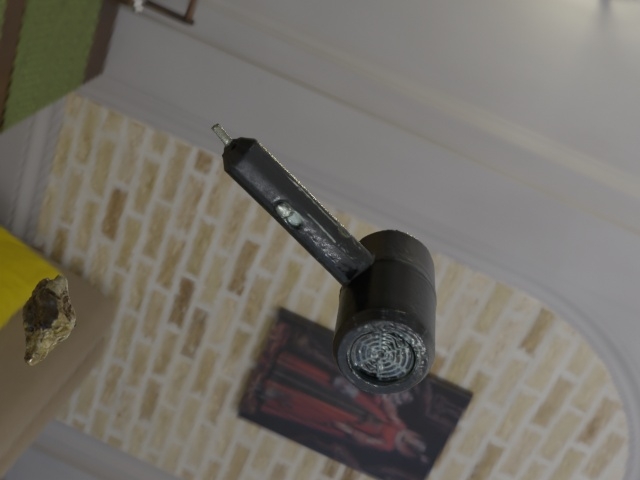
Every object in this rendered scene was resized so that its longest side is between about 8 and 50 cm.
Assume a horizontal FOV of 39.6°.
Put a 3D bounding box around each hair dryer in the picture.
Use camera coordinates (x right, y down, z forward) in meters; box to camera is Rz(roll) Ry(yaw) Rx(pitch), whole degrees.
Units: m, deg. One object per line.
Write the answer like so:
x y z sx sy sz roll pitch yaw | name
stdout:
0.000 0.000 0.629 0.071 0.219 0.124 -37 -164 23 | hair dryer

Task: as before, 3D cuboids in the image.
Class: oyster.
-0.281 0.081 0.915 0.034 0.051 0.093 33 53 -77 | oyster
